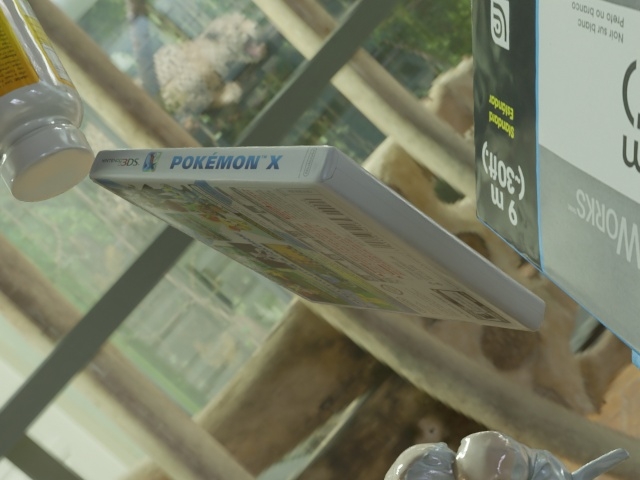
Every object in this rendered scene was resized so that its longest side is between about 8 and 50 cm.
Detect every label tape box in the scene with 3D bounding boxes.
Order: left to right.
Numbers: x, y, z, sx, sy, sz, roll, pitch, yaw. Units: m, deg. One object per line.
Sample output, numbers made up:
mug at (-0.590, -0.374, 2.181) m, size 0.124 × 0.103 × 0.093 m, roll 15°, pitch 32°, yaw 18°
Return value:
label tape box at (0.157, -0.029, 0.443) m, size 0.105 × 0.334 × 0.241 m, roll -10°, pitch 23°, yaw -12°

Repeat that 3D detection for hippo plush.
hippo plush at (0.205, 0.370, 1.233) m, size 0.234 × 0.294 × 0.237 m, roll -26°, pitch 59°, yaw 41°

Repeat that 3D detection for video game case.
video game case at (0.000, 0.000, 0.962) m, size 0.299 × 0.329 × 0.036 m, roll 4°, pitch 70°, yaw 44°

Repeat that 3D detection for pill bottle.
pill bottle at (-0.306, -0.146, 1.032) m, size 0.117 × 0.208 × 0.117 m, roll -29°, pitch -17°, yaw -10°
